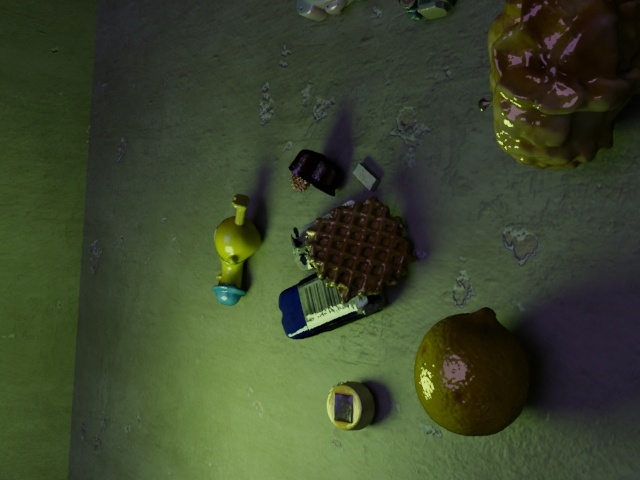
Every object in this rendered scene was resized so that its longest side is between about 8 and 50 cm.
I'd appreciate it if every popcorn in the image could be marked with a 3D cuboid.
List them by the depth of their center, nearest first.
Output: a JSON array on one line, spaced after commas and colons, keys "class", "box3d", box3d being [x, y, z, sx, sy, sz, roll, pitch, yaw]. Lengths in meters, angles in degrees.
[{"class": "popcorn", "box3d": [0.462, -0.299, 1.155, 0.382, 0.349, 0.348, -1, 86, 22]}]

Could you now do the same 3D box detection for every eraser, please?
[{"class": "eraser", "box3d": [0.118, -0.166, 1.701, 0.083, 0.019, 0.038, 51, 125, 37]}, {"class": "eraser", "box3d": [0.025, 0.158, 1.726, 0.332, 0.102, 0.155, -30, 67, 44]}]

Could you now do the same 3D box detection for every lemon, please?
[{"class": "lemon", "box3d": [0.301, 0.261, 1.315, 0.228, 0.228, 0.253, 7, 108, 48]}]

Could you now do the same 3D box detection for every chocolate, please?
[{"class": "chocolate", "box3d": [0.000, -0.194, 1.784, 0.149, 0.125, 0.080, 32, 106, 5]}]

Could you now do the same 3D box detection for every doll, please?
[{"class": "doll", "box3d": [-0.265, 0.039, 2.044, 0.199, 0.145, 0.362, -85, 6, -68]}]

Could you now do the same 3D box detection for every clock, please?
[{"class": "clock", "box3d": [0.037, -0.731, 1.778, 0.248, 0.090, 0.227, 4, 91, 46]}]

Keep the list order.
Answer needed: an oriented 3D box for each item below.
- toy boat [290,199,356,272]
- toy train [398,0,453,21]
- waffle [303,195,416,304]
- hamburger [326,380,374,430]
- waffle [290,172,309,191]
[{"class": "toy boat", "box3d": [0.008, -0.002, 1.734, 0.269, 0.141, 0.140, -24, 70, 30]}, {"class": "toy train", "box3d": [0.254, -0.618, 1.543, 0.125, 0.081, 0.193, 1, 86, 38]}, {"class": "waffle", "box3d": [0.093, 0.018, 1.588, 0.245, 0.254, 0.052, 62, 175, 20]}, {"class": "hamburger", "box3d": [0.075, 0.422, 1.668, 0.141, 0.081, 0.126, -21, 74, 32]}, {"class": "waffle", "box3d": [-0.057, -0.180, 1.889, 0.075, 0.029, 0.083, 21, 105, 47]}]
